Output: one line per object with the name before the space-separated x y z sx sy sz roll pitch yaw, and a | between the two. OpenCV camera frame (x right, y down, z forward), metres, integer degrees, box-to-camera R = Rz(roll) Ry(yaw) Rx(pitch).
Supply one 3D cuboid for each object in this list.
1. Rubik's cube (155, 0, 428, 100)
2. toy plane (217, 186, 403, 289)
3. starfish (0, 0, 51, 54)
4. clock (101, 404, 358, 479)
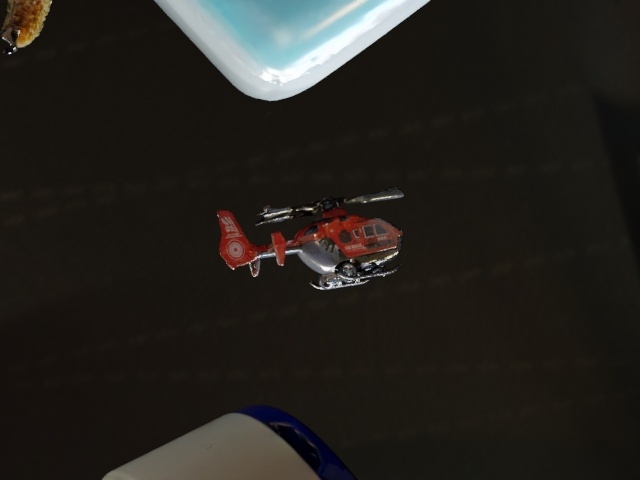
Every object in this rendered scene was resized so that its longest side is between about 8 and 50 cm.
Rubik's cube | -0.008 -0.301 1.001 0.351 0.347 0.352 -37 98 1
toy plane | 0.000 0.000 1.207 0.037 0.145 0.060 -21 79 57
starfish | -0.256 -0.344 1.719 0.113 0.303 0.312 10 134 32
clock | -0.014 0.186 0.799 0.083 0.230 0.230 -21 113 -22
